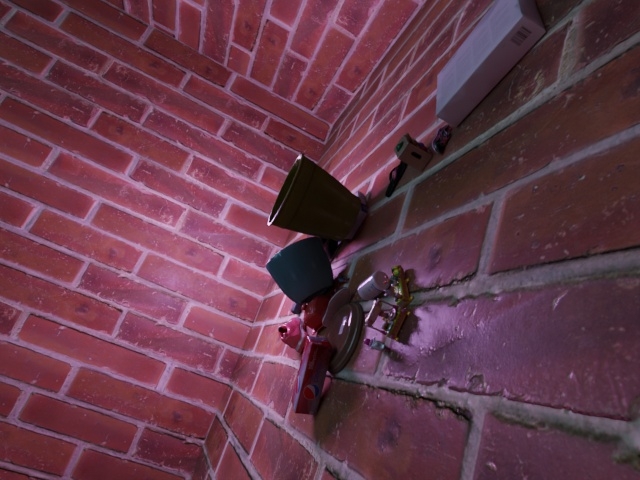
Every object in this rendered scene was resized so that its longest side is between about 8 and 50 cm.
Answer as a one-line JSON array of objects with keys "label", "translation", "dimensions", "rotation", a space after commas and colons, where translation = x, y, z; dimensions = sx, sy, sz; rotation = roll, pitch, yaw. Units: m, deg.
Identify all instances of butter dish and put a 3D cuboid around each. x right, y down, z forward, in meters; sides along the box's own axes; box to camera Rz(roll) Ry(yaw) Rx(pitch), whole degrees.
[{"label": "butter dish", "translation": [-0.031, 0.318, 1.829], "dimensions": [0.160, 0.118, 0.160], "rotation": [-51, 18, 44]}]

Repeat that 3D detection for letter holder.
[{"label": "letter holder", "translation": [0.000, 0.000, 2.235], "dimensions": [0.214, 0.152, 0.302], "rotation": [-63, 13, 18]}]

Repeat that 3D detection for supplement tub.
[{"label": "supplement tub", "translation": [0.182, 0.155, 1.389], "dimensions": [0.107, 0.071, 0.071], "rotation": [-47, 21, 52]}]

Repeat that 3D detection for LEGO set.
[{"label": "LEGO set", "translation": [0.195, 0.181, 1.208], "dimensions": [0.132, 0.107, 0.287], "rotation": [-37, 30, 64]}]

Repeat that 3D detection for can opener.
[{"label": "can opener", "translation": [-0.116, 0.273, 2.304], "dimensions": [0.284, 0.095, 0.076], "rotation": [-68, 12, -14]}]

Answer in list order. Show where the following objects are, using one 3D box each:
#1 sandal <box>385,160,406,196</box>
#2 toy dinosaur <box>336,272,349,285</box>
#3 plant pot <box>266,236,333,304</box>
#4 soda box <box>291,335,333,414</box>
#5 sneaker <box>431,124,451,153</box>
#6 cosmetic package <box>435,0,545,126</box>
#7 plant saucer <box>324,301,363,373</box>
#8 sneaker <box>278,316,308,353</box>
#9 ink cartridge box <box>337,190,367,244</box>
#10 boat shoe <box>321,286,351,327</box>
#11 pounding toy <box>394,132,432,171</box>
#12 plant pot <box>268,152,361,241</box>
[{"label": "sandal", "translation": [0.314, -0.271, 1.726], "dimensions": [0.179, 0.040, 0.067], "rotation": [-64, 13, 4]}, {"label": "toy dinosaur", "translation": [0.104, 0.175, 1.784], "dimensions": [0.082, 0.047, 0.090], "rotation": [-122, 25, -65]}, {"label": "plant pot", "translation": [-0.073, 0.159, 1.912], "dimensions": [0.293, 0.235, 0.293], "rotation": [-28, -17, -10]}, {"label": "soda box", "translation": [-0.033, 0.487, 1.471], "dimensions": [0.092, 0.083, 0.263], "rotation": [-146, 68, -75]}, {"label": "sneaker", "translation": [0.432, -0.360, 1.431], "dimensions": [0.057, 0.047, 0.119], "rotation": [-21, 45, 55]}, {"label": "cosmetic package", "translation": [0.537, -0.606, 1.341], "dimensions": [0.377, 0.097, 0.285], "rotation": [-50, 21, 49]}, {"label": "plant saucer", "translation": [0.074, 0.356, 1.519], "dimensions": [0.278, 0.041, 0.278], "rotation": [-59, 13, 23]}, {"label": "sneaker", "translation": [-0.147, 0.441, 2.019], "dimensions": [0.116, 0.136, 0.314], "rotation": [-63, 13, 3]}, {"label": "ink cartridge box", "translation": [0.157, -0.106, 2.033], "dimensions": [0.224, 0.045, 0.223], "rotation": [-58, 15, 29]}, {"label": "boat shoe", "translation": [0.060, 0.263, 1.668], "dimensions": [0.065, 0.075, 0.206], "rotation": [-96, 28, -61]}, {"label": "pounding toy", "translation": [0.343, -0.346, 1.522], "dimensions": [0.100, 0.141, 0.130], "rotation": [-58, 15, 27]}, {"label": "plant pot", "translation": [-0.013, -0.168, 1.927], "dimensions": [0.367, 0.352, 0.366], "rotation": [-58, 16, 26]}]
